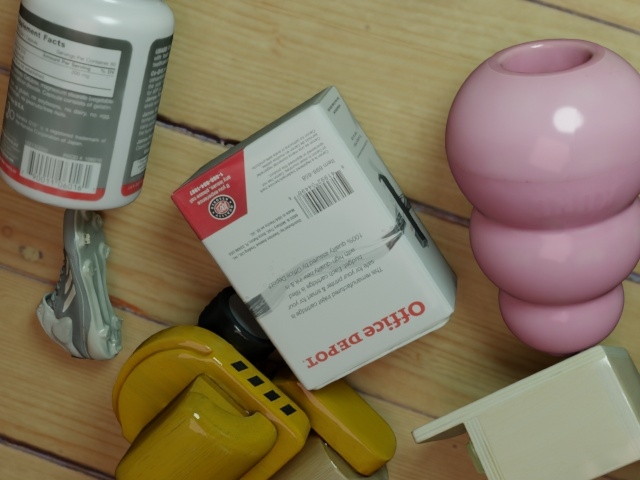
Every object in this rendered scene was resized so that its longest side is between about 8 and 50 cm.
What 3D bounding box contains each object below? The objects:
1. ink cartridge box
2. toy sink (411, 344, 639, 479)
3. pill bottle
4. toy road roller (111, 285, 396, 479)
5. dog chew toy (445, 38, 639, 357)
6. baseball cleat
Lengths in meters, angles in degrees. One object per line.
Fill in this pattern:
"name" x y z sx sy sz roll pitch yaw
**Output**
"ink cartridge box" 0.000 0.000 1.182 0.197 0.114 0.272 -30 101 19
"toy sink" 0.244 0.222 1.169 0.234 0.153 0.131 -28 72 19
"pill bottle" -0.246 -0.189 1.139 0.161 0.161 0.283 18 112 5
"toy road roller" -0.092 0.238 1.222 0.329 0.240 0.202 43 113 -6
"dog chew toy" 0.238 -0.029 1.082 0.207 0.206 0.331 -3 117 13
"baseball cleat" -0.303 0.053 1.291 0.110 0.072 0.205 -2 106 20
